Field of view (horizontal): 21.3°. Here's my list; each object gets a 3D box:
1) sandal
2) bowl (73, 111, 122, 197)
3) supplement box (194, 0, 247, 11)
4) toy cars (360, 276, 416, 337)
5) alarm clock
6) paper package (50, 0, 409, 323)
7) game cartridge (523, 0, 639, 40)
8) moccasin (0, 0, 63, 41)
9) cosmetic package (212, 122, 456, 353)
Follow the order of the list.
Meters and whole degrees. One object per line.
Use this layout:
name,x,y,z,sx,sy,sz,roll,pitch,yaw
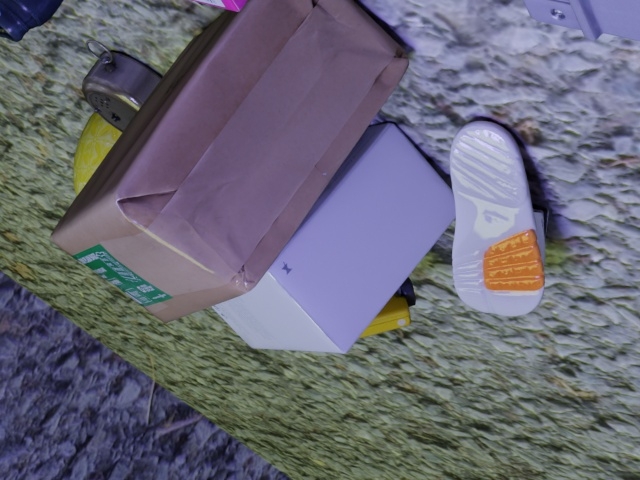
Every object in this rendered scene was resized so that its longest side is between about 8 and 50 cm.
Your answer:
sandal,0.192,-0.031,1.778,0.102,0.076,0.265,10,134,19
bowl,-0.236,-0.033,2.341,0.289,0.156,0.289,29,161,11
supplement box,-0.146,-0.301,1.563,0.220,0.111,0.114,18,156,36
toy cars,-0.025,0.037,2.109,0.393,0.176,0.087,20,137,36
alarm clock,-0.243,-0.185,2.116,0.129,0.064,0.192,20,155,34
paper package,-0.101,-0.088,1.721,0.168,0.309,0.325,38,162,-12
game cartridge,0.268,-0.208,1.200,0.355,0.068,0.230,19,162,37
moccasin,-0.441,-0.305,2.040,0.342,0.117,0.138,10,151,50
cosmetic package,0.000,0.000,1.895,0.138,0.224,0.224,47,159,-18
